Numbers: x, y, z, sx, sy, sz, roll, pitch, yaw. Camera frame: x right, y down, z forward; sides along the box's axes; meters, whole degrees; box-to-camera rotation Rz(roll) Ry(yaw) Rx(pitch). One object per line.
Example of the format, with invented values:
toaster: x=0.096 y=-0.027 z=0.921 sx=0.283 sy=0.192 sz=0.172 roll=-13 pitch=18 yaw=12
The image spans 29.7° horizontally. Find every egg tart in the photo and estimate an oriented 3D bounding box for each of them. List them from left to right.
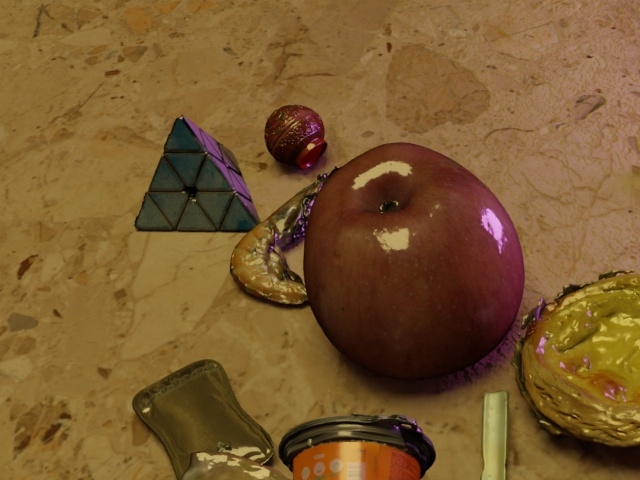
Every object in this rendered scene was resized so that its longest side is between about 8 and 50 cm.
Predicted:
egg tart: x=0.367 y=0.147 z=1.431 sx=0.279 sy=0.095 sz=0.279 roll=-13 pitch=37 yaw=10

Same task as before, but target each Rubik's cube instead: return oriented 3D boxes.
Rubik's cube: x=-0.159 y=-0.083 z=1.826 sx=0.178 sy=0.190 sz=0.211 roll=36 pitch=65 yaw=23

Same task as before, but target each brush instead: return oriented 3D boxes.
brush: x=0.202 y=0.257 z=1.405 sx=0.033 sy=0.030 sz=0.178 roll=2 pitch=53 yaw=8

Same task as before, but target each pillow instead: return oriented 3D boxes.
pillow: x=-0.152 y=0.234 z=1.531 sx=0.130 sy=0.033 sz=0.217 roll=-26 pitch=41 yaw=-14

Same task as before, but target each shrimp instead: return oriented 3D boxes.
shrimp: x=0.000 y=0.000 z=1.749 sx=0.198 sy=0.051 sz=0.262 roll=27 pitch=58 yaw=30

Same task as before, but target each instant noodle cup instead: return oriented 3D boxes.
instant noodle cup: x=0.040 y=0.286 z=1.326 sx=0.177 sy=0.208 sz=0.125 roll=9 pitch=56 yaw=-11

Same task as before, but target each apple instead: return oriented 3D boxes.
apple: x=0.115 y=0.022 z=1.536 sx=0.305 sy=0.235 sz=0.306 roll=-9 pitch=42 yaw=8

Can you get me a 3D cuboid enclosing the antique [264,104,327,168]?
antique: x=-0.041 y=-0.167 z=1.905 sx=0.104 sy=0.104 sz=0.104 roll=-9 pitch=41 yaw=8

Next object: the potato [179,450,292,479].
potato: x=-0.033 y=0.360 z=1.227 sx=0.264 sy=0.211 sz=0.189 roll=7 pitch=43 yaw=19
